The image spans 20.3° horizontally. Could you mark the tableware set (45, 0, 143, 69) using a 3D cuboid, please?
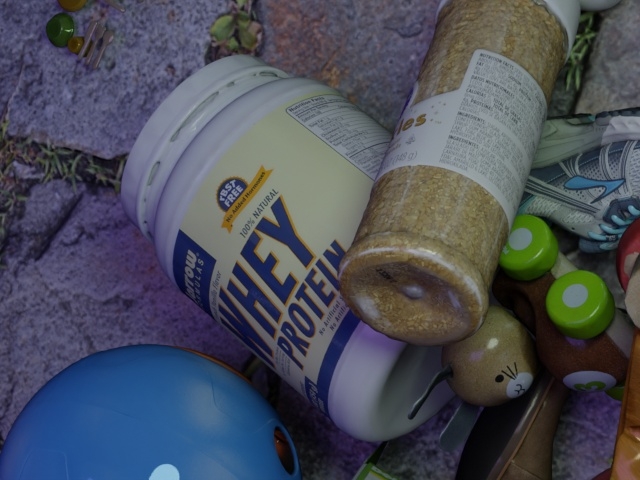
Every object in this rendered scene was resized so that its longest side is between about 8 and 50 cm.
[{"bbox_3d":[-0.233,-0.262,1.882,0.104,0.024,0.154,34,106,30],"label":"tableware set"}]

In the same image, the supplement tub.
[{"bbox_3d":[0.000,0.000,1.612,0.325,0.235,0.235,39,107,25],"label":"supplement tub"}]

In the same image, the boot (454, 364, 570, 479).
[{"bbox_3d":[0.177,0.235,1.599,0.115,0.112,0.305,22,92,-5],"label":"boot"}]

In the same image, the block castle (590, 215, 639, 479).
[{"bbox_3d":[0.422,0.146,1.303,0.453,0.213,0.303,9,103,12],"label":"block castle"}]

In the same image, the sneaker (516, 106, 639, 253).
[{"bbox_3d":[0.265,-0.053,1.531,0.283,0.110,0.122,-2,96,49],"label":"sneaker"}]

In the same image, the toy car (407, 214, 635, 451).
[{"bbox_3d":[0.159,0.101,1.478,0.188,0.155,0.149,-41,52,1],"label":"toy car"}]

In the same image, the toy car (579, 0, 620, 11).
[{"bbox_3d":[0.218,-0.300,1.553,0.159,0.136,0.182,45,109,24],"label":"toy car"}]

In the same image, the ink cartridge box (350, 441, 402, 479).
[{"bbox_3d":[0.043,0.294,1.590,0.097,0.255,0.188,26,103,8],"label":"ink cartridge box"}]

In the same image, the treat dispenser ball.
[{"bbox_3d":[-0.159,0.240,1.666,0.288,0.288,0.288,-1,88,30],"label":"treat dispenser ball"}]

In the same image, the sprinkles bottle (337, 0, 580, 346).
[{"bbox_3d":[0.119,-0.083,1.455,0.121,0.121,0.355,-5,44,30],"label":"sprinkles bottle"}]
